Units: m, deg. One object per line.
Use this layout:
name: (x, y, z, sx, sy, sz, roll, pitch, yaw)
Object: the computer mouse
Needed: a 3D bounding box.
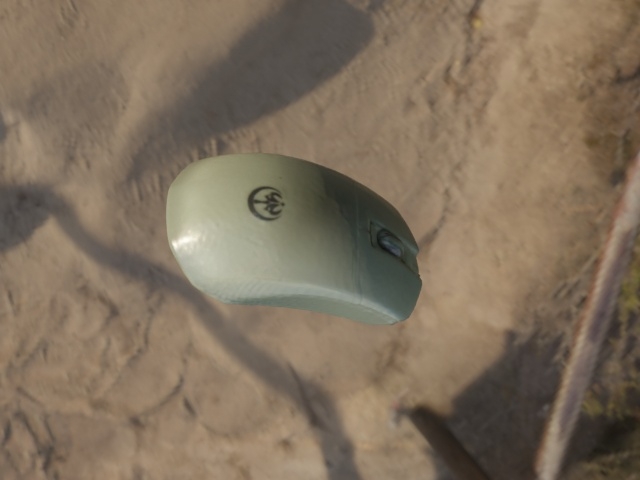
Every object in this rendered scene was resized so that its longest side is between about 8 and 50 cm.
computer mouse: (0.000, 0.000, 0.710, 0.181, 0.056, 0.089, 16, 63, -35)
